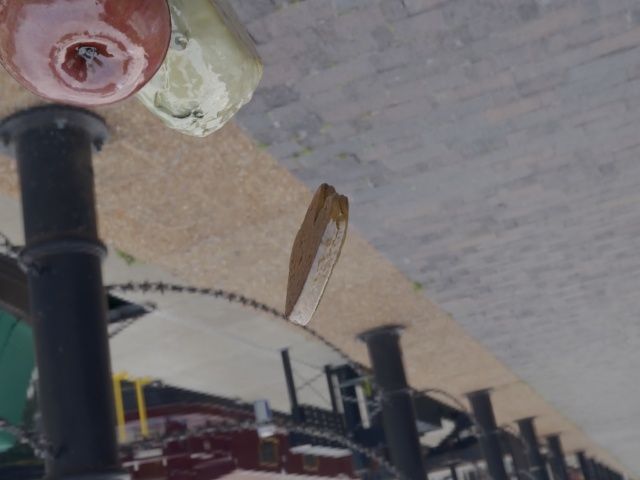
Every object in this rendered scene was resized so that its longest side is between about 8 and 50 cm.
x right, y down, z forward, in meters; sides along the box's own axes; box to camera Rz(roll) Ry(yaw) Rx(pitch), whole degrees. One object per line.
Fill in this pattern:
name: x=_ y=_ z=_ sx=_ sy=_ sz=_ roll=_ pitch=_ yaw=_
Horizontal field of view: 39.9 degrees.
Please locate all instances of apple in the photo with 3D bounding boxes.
apple: x=-0.199 y=-0.181 z=0.731 sx=0.153 sy=0.120 sz=0.153 roll=-10 pitch=136 yaw=-10

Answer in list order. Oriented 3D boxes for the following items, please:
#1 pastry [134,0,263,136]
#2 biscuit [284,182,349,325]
pastry: x=-0.164 y=-0.231 z=0.931 sx=0.133 sy=0.264 sz=0.265 roll=-36 pitch=156 yaw=6
biscuit: x=0.002 y=0.001 z=1.536 sx=0.052 sy=0.277 sz=0.262 roll=17 pitch=120 yaw=-9
